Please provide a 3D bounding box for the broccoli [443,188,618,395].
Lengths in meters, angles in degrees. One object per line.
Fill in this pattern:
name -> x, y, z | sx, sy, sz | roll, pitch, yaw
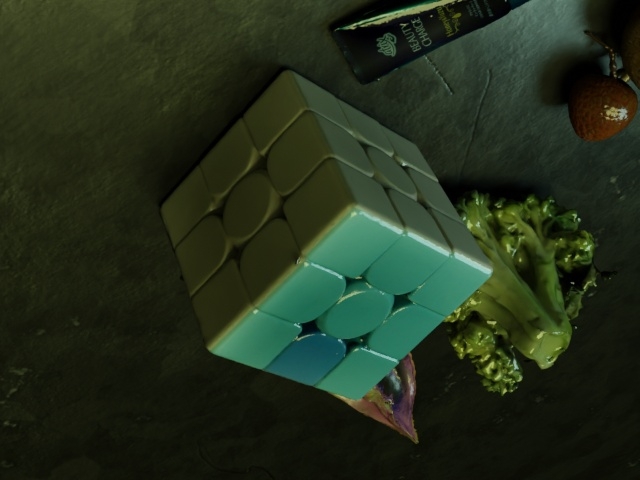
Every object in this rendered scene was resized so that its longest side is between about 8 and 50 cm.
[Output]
broccoli -> 0.307, 0.072, 1.743 | 0.293, 0.281, 0.348 | -36, 134, 9

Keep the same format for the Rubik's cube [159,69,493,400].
Rubik's cube -> 0.000, 0.000, 1.517 | 0.290, 0.291, 0.291 | 25, 118, -42

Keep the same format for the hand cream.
hand cream -> 0.154, -0.300, 1.465 | 0.270, 0.061, 0.120 | -24, 145, 10

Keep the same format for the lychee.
lychee -> 0.419, -0.212, 1.636 | 0.114, 0.101, 0.140 | 9, 136, -20

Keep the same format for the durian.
durian -> 0.068, 0.231, 1.919 | 0.186, 0.154, 0.260 | -2, 147, 8

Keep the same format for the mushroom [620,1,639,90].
mushroom -> 0.550, -0.298, 1.578 | 0.253, 0.153, 0.253 | -19, 143, -15

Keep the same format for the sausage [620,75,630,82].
sausage -> 0.470, -0.254, 1.684 | 0.015, 0.015, 0.100 | 20, 122, -39
